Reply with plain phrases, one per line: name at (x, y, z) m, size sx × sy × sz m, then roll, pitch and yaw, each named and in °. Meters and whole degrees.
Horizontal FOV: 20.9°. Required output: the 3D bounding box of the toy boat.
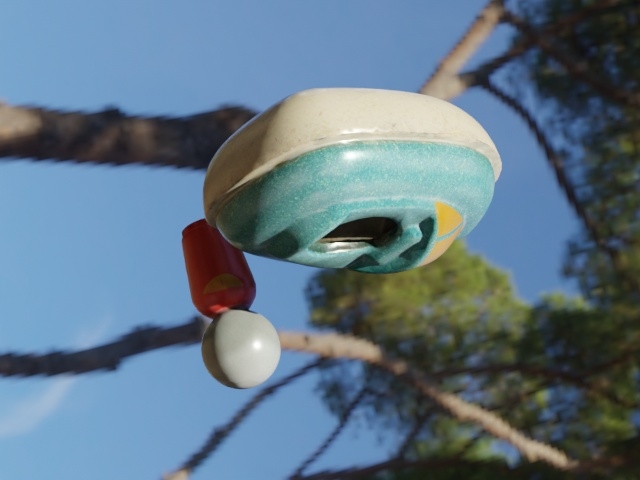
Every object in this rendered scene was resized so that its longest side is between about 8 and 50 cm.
toy boat at (0.000, 0.000, 1.391) m, size 0.318 × 0.267 × 0.148 m, roll -35°, pitch -116°, yaw 42°
